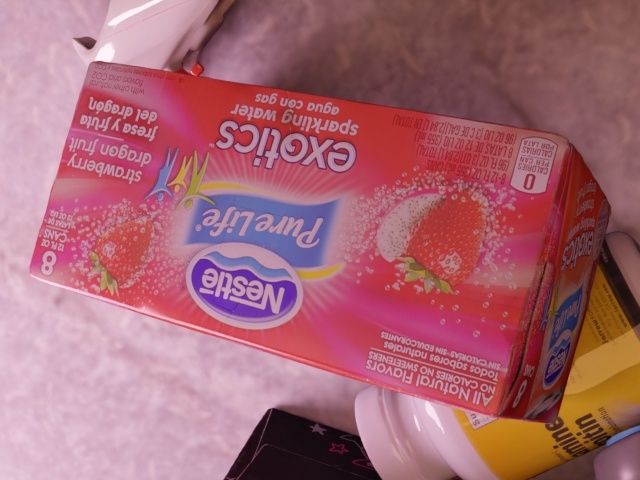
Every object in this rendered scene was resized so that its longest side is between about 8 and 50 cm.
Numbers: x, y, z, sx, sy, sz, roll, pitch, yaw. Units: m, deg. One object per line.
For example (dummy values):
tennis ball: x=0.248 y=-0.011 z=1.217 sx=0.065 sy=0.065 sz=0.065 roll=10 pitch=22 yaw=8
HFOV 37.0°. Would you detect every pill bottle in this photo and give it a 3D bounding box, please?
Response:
pill bottle: x=0.116 y=0.079 z=0.546 sx=0.184 sy=0.103 sz=0.103 roll=-31 pitch=98 yaw=19

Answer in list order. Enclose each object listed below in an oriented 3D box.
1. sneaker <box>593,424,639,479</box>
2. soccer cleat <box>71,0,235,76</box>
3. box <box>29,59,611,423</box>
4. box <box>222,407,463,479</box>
sneaker: x=0.293 y=0.201 z=0.491 sx=0.340 sy=0.140 sz=0.125 roll=15 pitch=153 yaw=-6
soccer cleat: x=-0.071 y=-0.156 z=0.541 sx=0.076 sy=0.068 sz=0.196 roll=43 pitch=113 yaw=1
box: x=0.000 y=0.000 z=0.485 sx=0.256 sy=0.128 sz=0.123 roll=13 pitch=84 yaw=26
box: x=0.047 y=0.230 z=0.573 sx=0.247 sy=0.163 sz=0.142 roll=17 pitch=107 yaw=7
